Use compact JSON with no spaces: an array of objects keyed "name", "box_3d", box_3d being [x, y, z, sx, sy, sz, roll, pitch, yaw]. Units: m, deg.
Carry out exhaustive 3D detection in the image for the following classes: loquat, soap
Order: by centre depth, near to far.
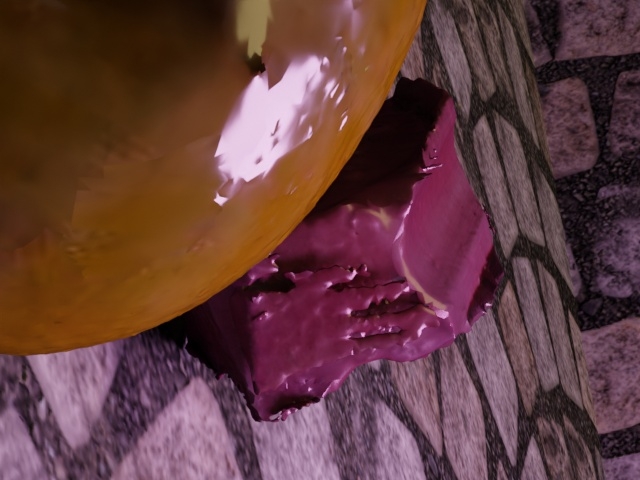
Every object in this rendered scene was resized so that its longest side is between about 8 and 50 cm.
[{"name":"loquat","box_3d":[-0.099,-0.105,0.625,0.275,0.275,0.274,-15,90,-76]},{"name":"soap","box_3d":[0.000,0.000,1.019,0.289,0.182,0.112,-56,130,-65]}]
